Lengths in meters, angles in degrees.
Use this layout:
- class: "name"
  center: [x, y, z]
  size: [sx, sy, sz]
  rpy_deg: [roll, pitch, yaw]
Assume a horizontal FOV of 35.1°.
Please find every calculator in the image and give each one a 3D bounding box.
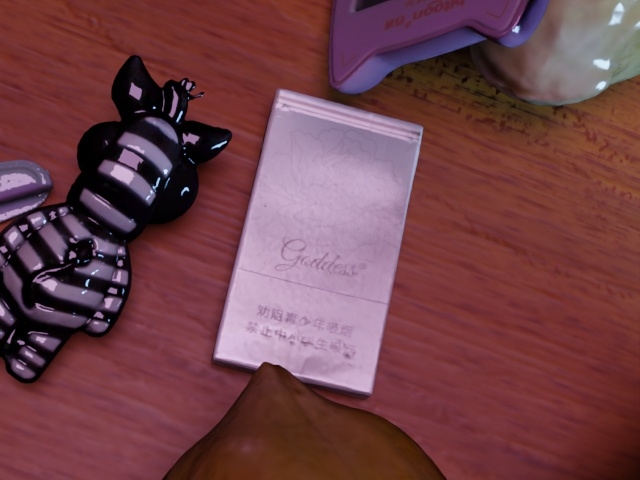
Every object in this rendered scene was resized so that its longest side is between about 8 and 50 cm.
- class: "calculator"
  center: [0.098, -0.237, 0.713]
  size: [0.043, 0.194, 0.294]
  rpy_deg: [32, 60, -39]

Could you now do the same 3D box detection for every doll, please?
- class: "doll"
  center: [-0.142, -0.013, 0.646]
  size: [0.091, 0.067, 0.219]
  rpy_deg: [35, 77, -11]

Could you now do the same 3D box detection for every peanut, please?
- class: "peanut"
  center: [0.228, -0.245, 0.739]
  size: [0.174, 0.158, 0.340]
  rpy_deg: [24, 72, -27]

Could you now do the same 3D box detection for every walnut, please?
- class: "walnut"
  center: [0.006, 0.210, 0.534]
  size: [0.203, 0.203, 0.298]
  rpy_deg: [-5, 75, -12]

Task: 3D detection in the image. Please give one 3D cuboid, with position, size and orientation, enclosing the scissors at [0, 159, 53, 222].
- class: "scissors"
  center: [-0.297, -0.006, 0.636]
  size: [0.256, 0.030, 0.125]
  rpy_deg: [-16, 79, -14]

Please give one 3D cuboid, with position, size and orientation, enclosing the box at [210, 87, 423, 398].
- class: "box"
  center: [0.001, 0.000, 0.687]
  size: [0.109, 0.029, 0.198]
  rpy_deg: [14, 72, -6]
